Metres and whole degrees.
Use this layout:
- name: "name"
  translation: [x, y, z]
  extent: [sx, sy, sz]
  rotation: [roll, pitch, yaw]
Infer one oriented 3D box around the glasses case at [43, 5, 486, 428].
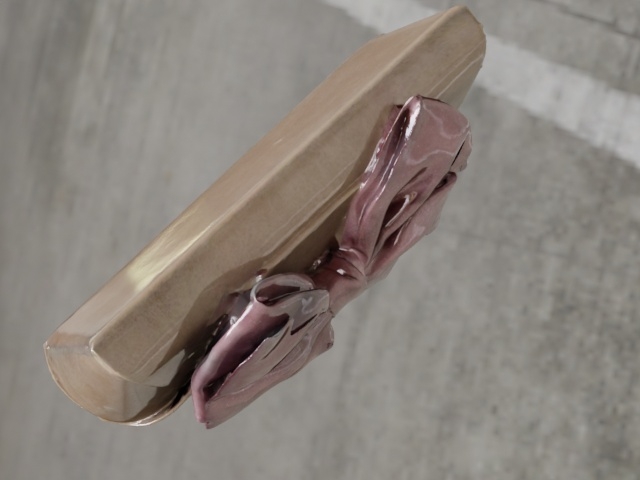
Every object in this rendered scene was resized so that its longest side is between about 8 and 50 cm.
- name: "glasses case"
  translation: [0.000, 0.000, 0.642]
  extent: [0.193, 0.070, 0.102]
  rotation: [-44, 12, -18]
